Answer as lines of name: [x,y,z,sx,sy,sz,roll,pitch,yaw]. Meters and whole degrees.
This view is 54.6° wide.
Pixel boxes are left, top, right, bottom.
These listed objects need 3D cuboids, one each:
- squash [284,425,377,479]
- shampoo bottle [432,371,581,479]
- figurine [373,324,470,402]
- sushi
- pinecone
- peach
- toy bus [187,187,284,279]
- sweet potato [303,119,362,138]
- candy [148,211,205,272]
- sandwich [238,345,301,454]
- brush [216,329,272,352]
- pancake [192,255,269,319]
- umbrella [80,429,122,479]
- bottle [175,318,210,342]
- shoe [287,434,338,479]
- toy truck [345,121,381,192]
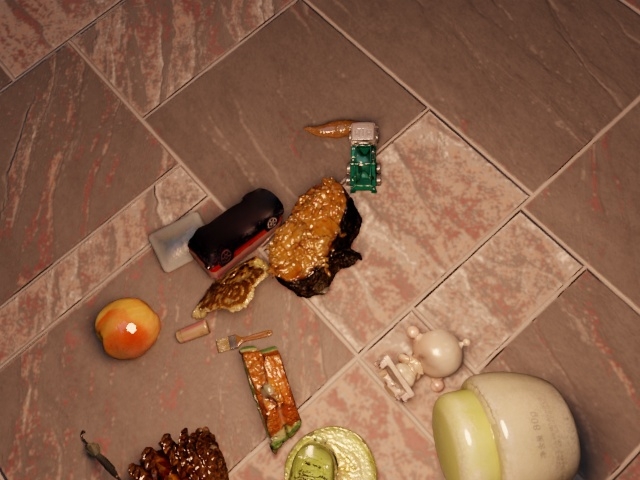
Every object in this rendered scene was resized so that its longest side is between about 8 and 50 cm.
squash: [0.027,0.627,1.658,0.252,0.049,0.252,-2,71,5]
shampoo bottle: [0.454,0.483,1.521,0.318,0.322,0.322,-10,69,-4]
figurine: [0.282,0.322,1.695,0.257,0.144,0.182,-31,67,-9]
sushi: [0.000,0.000,1.808,0.234,0.207,0.348,22,71,20]
pinecone: [-0.377,0.625,1.613,0.292,0.246,0.246,-26,68,20]
peach: [-0.555,0.252,1.792,0.184,0.184,0.184,-2,70,5]
toy bus: [-0.247,-0.022,1.849,0.303,0.147,0.127,-39,69,-22]
sweet potato: [0.049,-0.361,2.010,0.206,0.060,0.068,-5,33,-3]
candy: [-0.428,0.005,1.916,0.174,0.071,0.138,-27,80,-5]
sandwich: [-0.131,0.399,1.686,0.109,0.212,0.292,-17,55,-16]
brush: [-0.223,0.291,1.825,0.170,0.014,0.043,-14,68,-1]
pancake: [-0.253,0.137,1.830,0.257,0.056,0.212,-9,40,37]
umbrella: [-0.598,0.597,1.690,0.269,0.044,0.044,24,100,45]
bottle: [-0.376,0.270,1.831,0.096,0.045,0.045,-22,70,-1]
shoe: [-0.015,0.628,1.578,0.140,0.128,0.262,12,104,20]
toy truck: [0.134,-0.259,1.918,0.110,0.116,0.215,1,82,5]
